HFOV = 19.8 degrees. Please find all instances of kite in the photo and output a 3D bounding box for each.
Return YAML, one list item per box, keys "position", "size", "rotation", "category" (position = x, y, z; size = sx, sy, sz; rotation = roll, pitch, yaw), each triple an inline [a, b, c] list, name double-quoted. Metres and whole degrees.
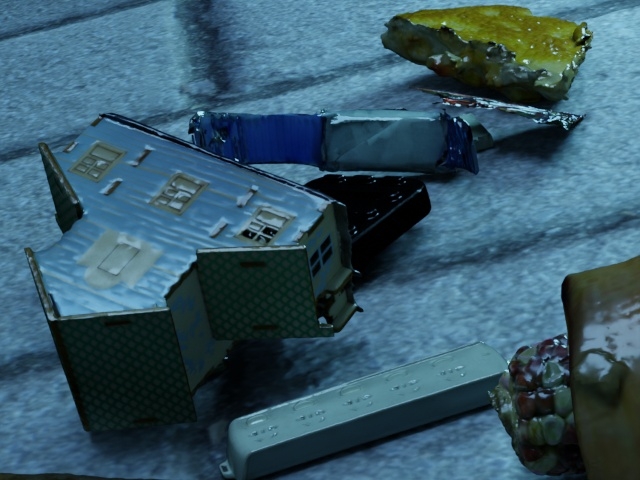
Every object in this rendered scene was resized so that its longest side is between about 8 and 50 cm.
- position: [0.183, -0.129, 1.798]
  size: [0.189, 0.009, 0.232]
  rotation: [2, 10, -34]
  category: "kite"

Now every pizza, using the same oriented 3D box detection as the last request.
- position: [0.206, -0.202, 1.989]
  size: [0.189, 0.071, 0.297]
  rotation: [-11, 20, -29]
  category: "pizza"

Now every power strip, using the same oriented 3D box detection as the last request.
- position: [0.047, 0.118, 1.310]
  size: [0.252, 0.027, 0.060]
  rotation: [-17, 21, -8]
  category: "power strip"
- position: [0.146, -0.108, 1.853]
  size: [0.040, 0.016, 0.090]
  rotation: [-15, 21, -5]
  category: "power strip"

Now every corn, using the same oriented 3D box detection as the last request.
- position: [0.247, 0.087, 1.176]
  size: [0.280, 0.092, 0.092]
  rotation: [-12, 20, -2]
  category: "corn"

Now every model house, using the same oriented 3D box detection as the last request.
- position: [-0.127, 0.045, 1.409]
  size: [0.271, 0.178, 0.206]
  rotation: [23, 52, 23]
  category: "model house"

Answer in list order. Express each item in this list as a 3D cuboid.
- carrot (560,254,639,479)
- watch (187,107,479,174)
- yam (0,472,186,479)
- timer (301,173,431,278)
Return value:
- position: [0.305, 0.066, 1.002]
  size: [0.340, 0.224, 0.224]
  rotation: [-13, 20, 10]
  category: "carrot"
- position: [0.065, -0.093, 1.666]
  size: [0.276, 0.068, 0.274]
  rotation: [4, 2, 27]
  category: "watch"
- position: [-0.137, 0.180, 1.245]
  size: [0.327, 0.045, 0.045]
  rotation: [-2, 46, 28]
  category: "yam"
- position: [0.000, 0.000, 1.621]
  size: [0.144, 0.055, 0.187]
  rotation: [4, 30, 42]
  category: "timer"
